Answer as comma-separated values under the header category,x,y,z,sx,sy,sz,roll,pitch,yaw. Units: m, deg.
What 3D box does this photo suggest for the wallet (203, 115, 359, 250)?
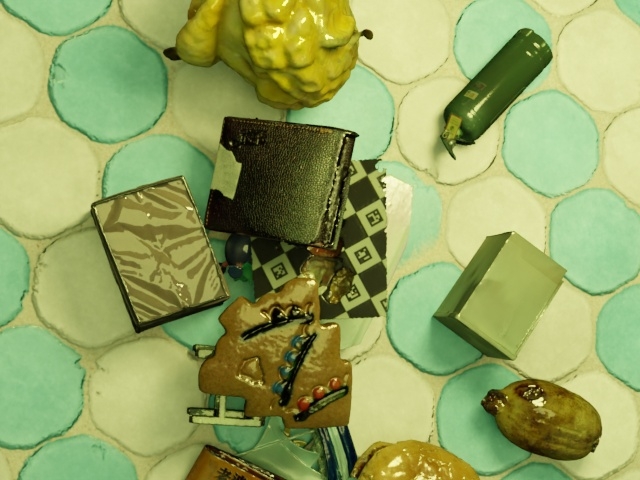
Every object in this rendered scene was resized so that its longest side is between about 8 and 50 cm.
category,x,y,z,sx,sy,sz,roll,pitch,yaw
wallet,-0.075,-0.106,1.563,0.262,0.071,0.221,10,89,19

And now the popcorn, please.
category,x,y,z,sx,sy,sz,roll,pitch,yaw
popcorn,-0.101,-0.393,1.597,0.381,0.349,0.349,-13,89,14

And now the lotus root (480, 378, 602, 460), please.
category,x,y,z,sx,sy,sz,roll,pitch,yaw
lotus root,0.440,0.354,1.739,0.260,0.128,0.145,20,93,-8

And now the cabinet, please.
category,x,y,z,sx,sy,sz,roll,pitch,yaw
cabinet,0.356,0.110,1.727,0.150,0.145,0.206,36,80,-6

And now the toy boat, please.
category,x,y,z,sx,sy,sz,roll,pitch,yaw
toy boat,-0.079,0.418,1.667,0.291,0.067,0.221,-19,91,-9

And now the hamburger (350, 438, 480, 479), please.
category,x,y,z,sx,sy,sz,roll,pitch,yaw
hamburger,0.201,0.459,1.687,0.261,0.124,0.131,22,82,-10

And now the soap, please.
category,x,y,z,sx,sy,sz,roll,pitch,yaw
soap,0.041,0.025,1.685,0.208,0.115,0.347,28,82,-9

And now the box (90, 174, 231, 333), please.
category,x,y,z,sx,sy,sz,roll,pitch,yaw
box,-0.295,0.026,1.601,0.188,0.153,0.252,-18,89,-12

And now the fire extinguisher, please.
category,x,y,z,sx,sy,sz,roll,pitch,yaw
fire extinguisher,0.342,-0.290,1.768,0.311,0.114,0.095,-45,140,-9

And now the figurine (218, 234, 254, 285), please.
category,x,y,z,sx,sy,sz,roll,pitch,yaw
figurine,-0.130,-0.010,1.669,0.102,0.111,0.195,16,76,-19

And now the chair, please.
category,x,y,z,sx,sy,sz,roll,pitch,yaw
chair,-0.108,0.273,1.630,0.270,0.136,0.147,5,86,-11

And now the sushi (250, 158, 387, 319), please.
category,x,y,z,sx,sy,sz,roll,pitch,yaw
sushi,0.000,0.000,1.597,0.263,0.050,0.290,-4,86,12

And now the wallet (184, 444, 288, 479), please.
category,x,y,z,sx,sy,sz,roll,pitch,yaw
wallet,-0.165,0.488,1.632,0.195,0.042,0.161,28,94,-4

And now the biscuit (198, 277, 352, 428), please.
category,x,y,z,sx,sy,sz,roll,pitch,yaw
biscuit,-0.051,0.217,1.536,0.301,0.043,0.278,42,89,-7
